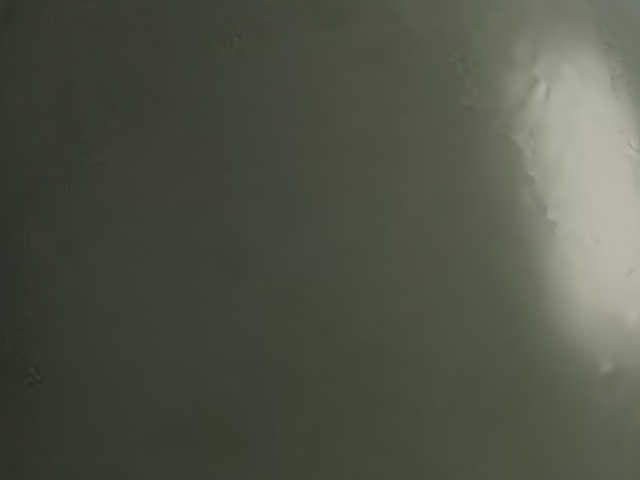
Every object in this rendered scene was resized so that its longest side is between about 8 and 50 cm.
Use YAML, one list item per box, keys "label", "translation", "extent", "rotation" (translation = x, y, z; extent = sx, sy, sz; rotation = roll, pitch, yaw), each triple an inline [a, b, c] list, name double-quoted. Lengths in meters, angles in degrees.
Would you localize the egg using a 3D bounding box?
- label: "egg"
  translation: [-0.003, 0.024, 0.594]
  extent: [0.276, 0.276, 0.389]
  rotation: [-84, 168, -50]
